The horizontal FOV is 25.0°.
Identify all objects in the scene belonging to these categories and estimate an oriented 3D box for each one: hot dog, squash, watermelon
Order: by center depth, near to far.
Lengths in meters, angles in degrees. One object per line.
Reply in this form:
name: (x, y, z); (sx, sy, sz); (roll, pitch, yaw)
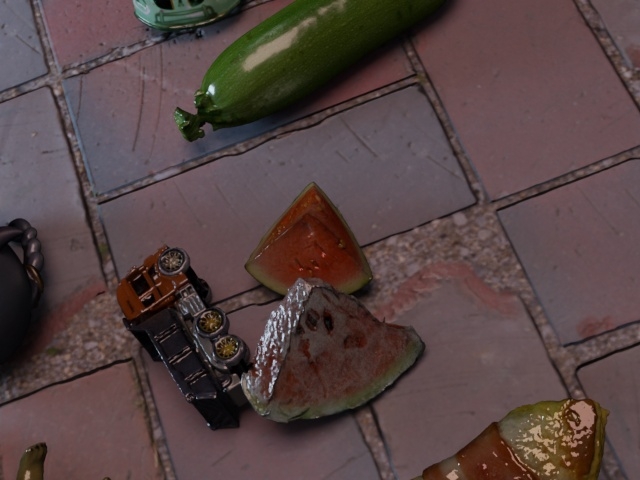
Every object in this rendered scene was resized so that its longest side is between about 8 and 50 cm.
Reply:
hot dog: (0.157, 0.235, 1.298); (0.261, 0.093, 0.123); (-32, 64, 9)
watermelon: (0.003, 0.093, 1.407); (0.187, 0.139, 0.071); (-20, 24, -22)
watermelon: (0.000, 0.000, 1.486); (0.135, 0.094, 0.125); (28, 59, 22)
squash: (-0.003, -0.229, 1.634); (0.378, 0.101, 0.101); (-32, 56, -8)

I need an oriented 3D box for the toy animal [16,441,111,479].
toy animal: (-0.290, 0.284, 1.378); (0.218, 0.103, 0.101); (-41, 77, -17)

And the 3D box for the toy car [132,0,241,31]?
toy car: (-0.167, -0.398, 1.765); (0.136, 0.125, 0.306); (-6, 55, 8)

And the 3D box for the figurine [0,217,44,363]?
figurine: (-0.393, 0.020, 1.520); (0.197, 0.175, 0.265); (-2, 65, 6)

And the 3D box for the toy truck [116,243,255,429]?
toy truck: (-0.132, 0.099, 1.457); (0.092, 0.083, 0.192); (-33, 57, -3)
